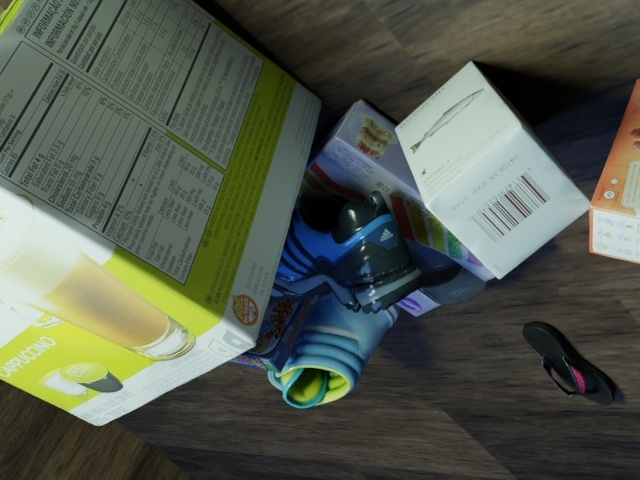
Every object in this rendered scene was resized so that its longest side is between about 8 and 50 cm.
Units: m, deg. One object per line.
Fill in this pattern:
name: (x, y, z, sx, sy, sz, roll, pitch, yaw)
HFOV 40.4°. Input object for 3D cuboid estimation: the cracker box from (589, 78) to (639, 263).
cracker box: (0.353, -0.042, 0.701, 0.232, 0.156, 0.067, 14, 147, 25)

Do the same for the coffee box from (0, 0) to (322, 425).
coffee box: (-0.251, -0.053, 0.935, 0.334, 0.338, 0.337, 34, 138, -24)

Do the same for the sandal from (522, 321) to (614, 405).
sandal: (0.334, 0.178, 1.191, 0.179, 0.040, 0.067, 42, 149, -22)

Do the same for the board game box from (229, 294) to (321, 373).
board game box: (-0.070, 0.085, 1.236, 0.136, 0.201, 0.035, 6, 144, 35)

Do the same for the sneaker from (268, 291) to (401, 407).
sneaker: (-0.055, 0.138, 1.302, 0.319, 0.208, 0.127, 4, 144, 39)

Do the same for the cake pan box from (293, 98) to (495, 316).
cake pan box: (0.090, -0.023, 1.062, 0.267, 0.070, 0.246, 35, 153, -10)

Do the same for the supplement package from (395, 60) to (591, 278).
supplement package: (0.149, -0.070, 0.793, 0.105, 0.179, 0.105, -42, 113, 16)

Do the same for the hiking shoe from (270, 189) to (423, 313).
hiking shoe: (0.000, 0.000, 1.036, 0.304, 0.113, 0.132, 1, 111, 51)
